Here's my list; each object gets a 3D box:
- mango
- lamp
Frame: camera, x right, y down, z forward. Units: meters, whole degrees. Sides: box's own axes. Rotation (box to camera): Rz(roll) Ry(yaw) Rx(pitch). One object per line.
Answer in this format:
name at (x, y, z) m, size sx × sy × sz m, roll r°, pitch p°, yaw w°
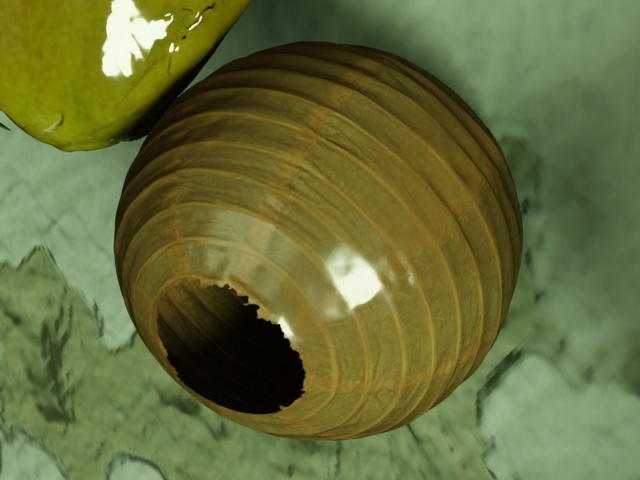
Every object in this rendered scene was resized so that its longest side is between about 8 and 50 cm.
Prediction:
mango at (-0.062, -0.152, 0.587) m, size 0.156 × 0.151 × 0.249 m, roll 20°, pitch 94°, yaw 58°
lamp at (0.000, 0.000, 0.580) m, size 0.136 × 0.136 × 0.136 m, roll 12°, pitch 107°, yaw 44°
